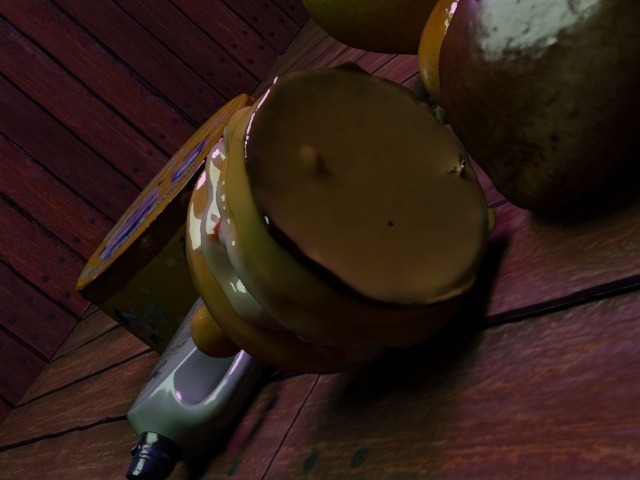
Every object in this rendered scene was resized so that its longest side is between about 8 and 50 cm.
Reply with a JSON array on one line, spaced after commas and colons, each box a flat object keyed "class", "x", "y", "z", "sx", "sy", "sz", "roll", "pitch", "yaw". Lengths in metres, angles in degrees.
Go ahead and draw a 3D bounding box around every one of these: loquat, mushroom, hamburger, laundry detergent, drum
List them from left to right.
[{"class": "laundry detergent", "x": -0.141, "y": 0.170, "z": 1.086, "sx": 0.215, "sy": 0.105, "sz": 0.280, "roll": -32, "pitch": 21, "yaw": 44}, {"class": "drum", "x": -0.176, "y": -0.017, "z": 1.447, "sx": 0.431, "sy": 0.214, "sz": 0.431, "roll": -44, "pitch": 16, "yaw": 16}, {"class": "hamburger", "x": 0.000, "y": 0.000, "z": 0.843, "sx": 0.237, "sy": 0.276, "sz": 0.276, "roll": -49, "pitch": 10, "yaw": 46}, {"class": "loquat", "x": 0.183, "y": -0.211, "z": 1.019, "sx": 0.204, "sy": 0.149, "sz": 0.172, "roll": -56, "pitch": 9, "yaw": 42}, {"class": "mushroom", "x": 0.213, "y": -0.176, "z": 0.751, "sx": 0.283, "sy": 0.195, "sz": 0.263, "roll": -45, "pitch": 10, "yaw": 16}]

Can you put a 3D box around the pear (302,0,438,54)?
[{"class": "pear", "x": 0.147, "y": -0.444, "z": 1.289, "sx": 0.418, "sy": 0.362, "sz": 0.362, "roll": -37, "pitch": 19, "yaw": 48}]
